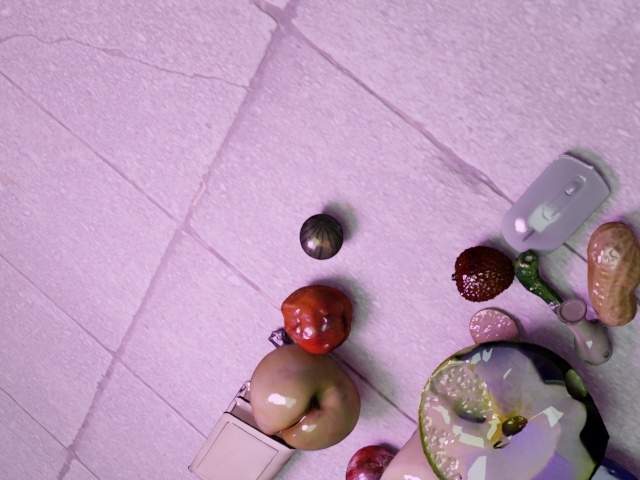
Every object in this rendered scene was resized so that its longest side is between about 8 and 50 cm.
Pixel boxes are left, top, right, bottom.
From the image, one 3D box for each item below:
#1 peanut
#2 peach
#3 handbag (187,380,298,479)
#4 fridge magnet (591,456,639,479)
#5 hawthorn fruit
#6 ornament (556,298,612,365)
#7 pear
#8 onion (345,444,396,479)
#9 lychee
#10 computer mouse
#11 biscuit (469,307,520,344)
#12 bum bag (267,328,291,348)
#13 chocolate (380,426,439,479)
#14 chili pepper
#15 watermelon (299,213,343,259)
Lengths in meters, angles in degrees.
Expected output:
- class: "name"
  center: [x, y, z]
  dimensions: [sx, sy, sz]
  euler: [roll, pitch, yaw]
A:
- class: "peanut"
  center: [0.568, 0.069, 1.428]
  dimensions: [0.108, 0.095, 0.226]
  euler: [5, 119, 25]
- class: "peach"
  center: [-0.042, 0.396, 1.886]
  dimensions: [0.292, 0.292, 0.247]
  euler: [22, 83, 20]
- class: "handbag"
  center: [-0.206, 0.597, 2.161]
  dimensions: [0.237, 0.160, 0.358]
  euler: [35, 130, 3]
- class: "fridge magnet"
  center: [0.612, 0.584, 1.676]
  dimensions: [0.265, 0.113, 0.265]
  euler: [14, 121, 25]
- class: "hawthorn fruit"
  center: [-0.012, 0.189, 1.813]
  dimensions: [0.179, 0.173, 0.173]
  euler: [31, 128, 12]
- class: "ornament"
  center: [0.543, 0.191, 1.509]
  dimensions: [0.081, 0.075, 0.156]
  euler: [-38, 117, 4]
- class: "pear"
  center: [0.405, 0.379, 1.629]
  dimensions: [0.399, 0.165, 0.398]
  euler: [3, 106, 10]
- class: "onion"
  center: [0.127, 0.634, 1.980]
  dimensions: [0.159, 0.159, 0.195]
  euler: [51, 130, -2]
- class: "lychee"
  center: [0.342, 0.071, 1.557]
  dimensions: [0.129, 0.123, 0.123]
  euler: [9, 120, 18]
- class: "computer mouse"
  center: [0.450, -0.060, 1.446]
  dimensions: [0.128, 0.079, 0.231]
  euler: [38, 126, 6]
- class: "biscuit"
  center: [0.390, 0.204, 1.664]
  dimensions: [0.120, 0.015, 0.120]
  euler: [15, 122, 25]
- class: "bum bag"
  center: [-0.094, 0.293, 1.999]
  dimensions: [0.058, 0.034, 0.124]
  euler: [-29, 99, 25]
- class: "chocolate"
  center: [0.300, 0.631, 1.783]
  dimensions: [0.326, 0.297, 0.314]
  euler: [46, 135, 1]
- class: "chili pepper"
  center: [0.443, 0.087, 1.516]
  dimensions: [0.182, 0.050, 0.073]
  euler: [45, 164, -30]
- class: "watermelon"
  center: [0.000, 0.000, 1.737]
  dimensions: [0.105, 0.105, 0.133]
  euler: [31, 141, 14]
